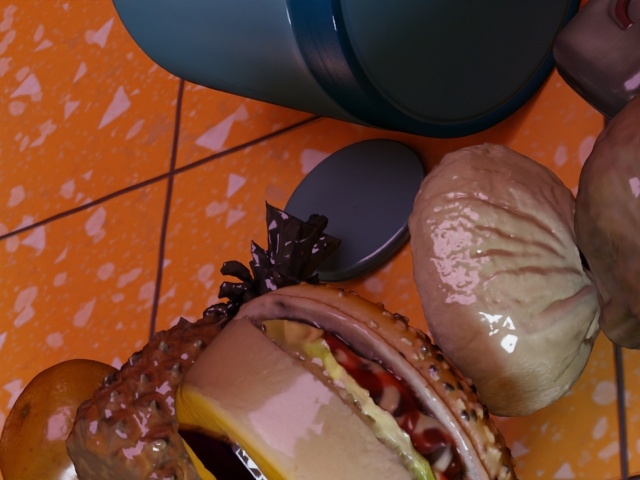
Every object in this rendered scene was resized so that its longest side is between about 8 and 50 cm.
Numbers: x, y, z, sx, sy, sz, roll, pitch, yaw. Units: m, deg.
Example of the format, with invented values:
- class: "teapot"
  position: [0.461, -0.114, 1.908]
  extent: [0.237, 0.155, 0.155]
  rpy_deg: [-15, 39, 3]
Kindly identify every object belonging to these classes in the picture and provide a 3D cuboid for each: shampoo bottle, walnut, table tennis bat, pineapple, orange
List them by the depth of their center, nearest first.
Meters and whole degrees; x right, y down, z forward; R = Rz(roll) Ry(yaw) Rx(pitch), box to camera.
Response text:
- class: "walnut"
  position: [0.303, -0.007, 1.447]
  extent: [0.248, 0.248, 0.248]
  rpy_deg: [-22, 47, 26]
- class: "pineapple"
  position: [-0.072, 0.100, 1.726]
  extent: [0.169, 0.169, 0.340]
  rpy_deg: [11, 51, 44]
- class: "orange"
  position: [-0.223, 0.188, 1.837]
  extent: [0.155, 0.134, 0.155]
  rpy_deg: [-48, 23, 28]
- class: "shampoo bottle"
  position: [0.015, -0.282, 1.846]
  extent: [0.342, 0.331, 0.331]
  rpy_deg: [16, 70, 46]
- class: "table tennis bat"
  position: [0.000, 0.000, 1.861]
  extent: [0.244, 0.040, 0.153]
  rpy_deg: [-46, 43, -5]

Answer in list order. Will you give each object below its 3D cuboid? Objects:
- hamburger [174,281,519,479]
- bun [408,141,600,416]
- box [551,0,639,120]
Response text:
- class: "hamburger"
  position: [0.027, 0.165, 1.520]
  extent: [0.176, 0.300, 0.300]
  rpy_deg: [-42, 39, -19]
- class: "bun"
  position: [0.163, 0.025, 1.573]
  extent: [0.134, 0.220, 0.220]
  rpy_deg: [-13, 51, 25]
- class: "box"
  position: [0.312, -0.174, 1.667]
  extent: [0.210, 0.129, 0.148]
  rpy_deg: [-46, 42, 2]
